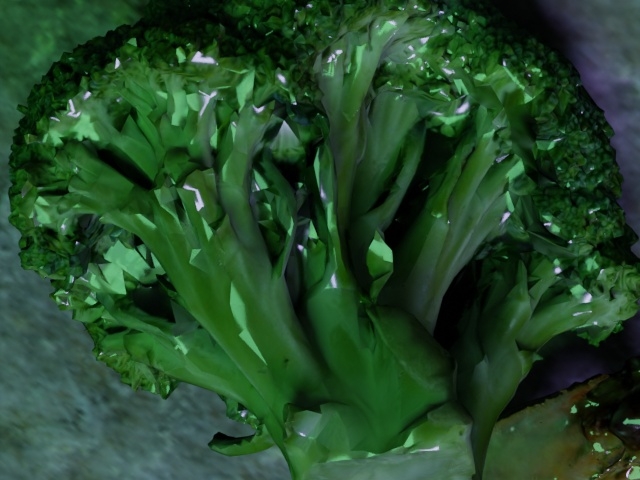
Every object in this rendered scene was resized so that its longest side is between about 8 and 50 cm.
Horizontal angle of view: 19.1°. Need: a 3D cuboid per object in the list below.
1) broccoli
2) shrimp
[{"bbox_3d":[0.000,0.000,0.802,0.262,0.241,0.269,-16,150,8],"label":"broccoli"},{"bbox_3d":[0.127,0.117,0.907,0.145,0.061,0.267,21,143,-9],"label":"shrimp"}]
